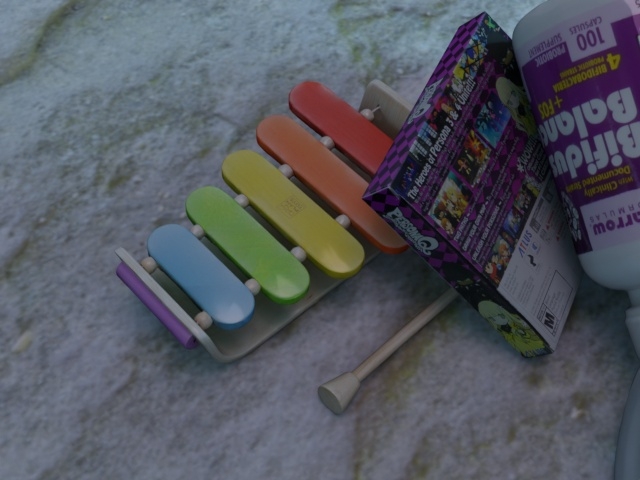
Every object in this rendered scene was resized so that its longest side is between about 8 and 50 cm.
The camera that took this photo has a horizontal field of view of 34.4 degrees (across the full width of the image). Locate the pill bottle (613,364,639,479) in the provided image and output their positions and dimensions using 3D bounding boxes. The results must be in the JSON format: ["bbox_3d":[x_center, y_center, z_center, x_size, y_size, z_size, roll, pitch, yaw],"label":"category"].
[{"bbox_3d":[0.373,0.175,0.744,0.283,0.161,0.161,10,54,3],"label":"pill bottle"}]

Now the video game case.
[{"bbox_3d":[0.160,-0.051,0.895,0.210,0.042,0.232,43,54,-19],"label":"video game case"}]

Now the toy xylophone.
[{"bbox_3d":[0.000,0.000,0.894,0.236,0.081,0.323,35,60,19],"label":"toy xylophone"}]

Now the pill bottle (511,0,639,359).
[{"bbox_3d":[0.278,-0.061,0.852,0.169,0.169,0.301,-15,84,-14],"label":"pill bottle"}]
